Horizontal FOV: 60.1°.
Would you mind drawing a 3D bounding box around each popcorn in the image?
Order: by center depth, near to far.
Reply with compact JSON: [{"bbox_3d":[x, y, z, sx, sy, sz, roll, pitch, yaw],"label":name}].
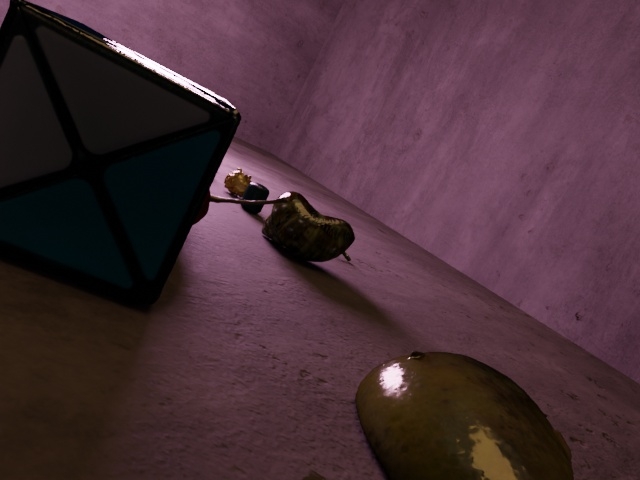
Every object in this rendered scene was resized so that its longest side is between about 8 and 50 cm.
[{"bbox_3d":[-0.229,-0.162,1.553,0.082,0.083,0.057,0,-8,-22],"label":"popcorn"}]

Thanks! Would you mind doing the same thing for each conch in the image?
[{"bbox_3d":[-0.037,-0.021,1.231,0.181,0.124,0.187,24,-19,41],"label":"conch"}]

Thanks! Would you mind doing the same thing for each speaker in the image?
[{"bbox_3d":[-0.176,-0.118,1.462,0.060,0.075,0.094,24,10,-24],"label":"speaker"}]

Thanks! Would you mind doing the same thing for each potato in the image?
[{"bbox_3d":[0.181,0.226,0.562,0.269,0.112,0.255,25,11,-5],"label":"potato"}]

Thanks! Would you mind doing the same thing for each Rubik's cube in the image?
[{"bbox_3d":[-0.259,-0.107,0.665,0.246,0.249,0.250,24,10,-18],"label":"Rubik's cube"}]

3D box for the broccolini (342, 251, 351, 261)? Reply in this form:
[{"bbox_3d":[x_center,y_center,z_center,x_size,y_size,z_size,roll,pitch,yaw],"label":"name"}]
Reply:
[{"bbox_3d":[0.003,-0.007,1.453,0.194,0.052,0.054,28,13,-1],"label":"broccolini"}]

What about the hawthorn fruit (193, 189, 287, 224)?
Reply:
[{"bbox_3d":[-0.202,-0.081,0.912,0.285,0.165,0.165,13,16,-29],"label":"hawthorn fruit"}]
